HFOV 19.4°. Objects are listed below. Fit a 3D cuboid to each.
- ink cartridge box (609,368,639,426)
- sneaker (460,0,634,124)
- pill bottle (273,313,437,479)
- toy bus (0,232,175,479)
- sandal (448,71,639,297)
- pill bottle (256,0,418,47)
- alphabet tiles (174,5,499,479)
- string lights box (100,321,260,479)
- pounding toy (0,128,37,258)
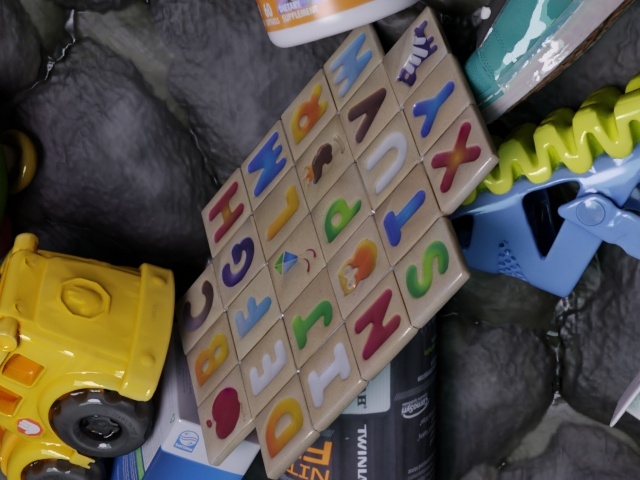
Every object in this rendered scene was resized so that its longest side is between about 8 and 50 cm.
[{"bbox_3d":[0.275,0.072,1.296,0.067,0.198,0.115,36,118,9],"label":"ink cartridge box"},{"bbox_3d":[0.178,-0.214,1.300,0.121,0.108,0.302,43,111,6],"label":"sneaker"},{"bbox_3d":[0.027,0.157,1.473,0.130,0.130,0.245,6,110,22],"label":"pill bottle"},{"bbox_3d":[-0.245,0.102,1.506,0.211,0.149,0.220,19,135,-18],"label":"toy bus"},{"bbox_3d":[0.153,-0.015,1.368,0.317,0.126,0.138,-19,103,29],"label":"sandal"},{"bbox_3d":[-0.013,-0.258,1.354,0.121,0.121,0.216,-14,101,27],"label":"pill bottle"},{"bbox_3d":[0.000,0.000,1.382,0.011,0.285,0.342,21,125,-33],"label":"alphabet tiles"},{"bbox_3d":[-0.141,0.212,1.554,0.077,0.133,0.259,20,119,-18],"label":"string lights box"},{"bbox_3d":[-0.300,-0.064,1.572,0.183,0.110,0.236,-29,65,39],"label":"pounding toy"}]
